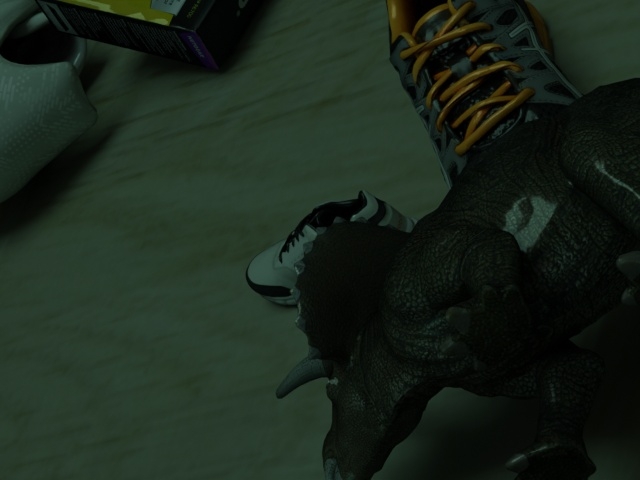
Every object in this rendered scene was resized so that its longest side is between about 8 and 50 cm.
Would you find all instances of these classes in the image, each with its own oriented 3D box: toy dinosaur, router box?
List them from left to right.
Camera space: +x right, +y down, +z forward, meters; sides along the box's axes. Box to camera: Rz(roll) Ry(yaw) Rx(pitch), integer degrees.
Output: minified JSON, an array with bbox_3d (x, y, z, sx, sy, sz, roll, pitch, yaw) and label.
[{"bbox_3d":[-0.083,-0.201,1.159,0.133,0.046,0.179,16,65,29],"label":"router box"},{"bbox_3d":[0.101,-0.006,0.677,0.313,0.121,0.160,-37,31,10],"label":"toy dinosaur"}]

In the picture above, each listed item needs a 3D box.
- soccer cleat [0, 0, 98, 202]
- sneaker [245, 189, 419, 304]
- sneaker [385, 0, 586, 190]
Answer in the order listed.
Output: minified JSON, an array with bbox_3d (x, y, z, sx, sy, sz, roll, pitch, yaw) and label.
[{"bbox_3d":[-0.235,-0.126,1.271,0.143,0.116,0.331,-31,34,-2],"label":"soccer cleat"},{"bbox_3d":[0.000,0.000,0.887,0.109,0.044,0.040,-20,43,41],"label":"sneaker"},{"bbox_3d":[0.073,-0.070,0.835,0.084,0.083,0.215,-39,34,12],"label":"sneaker"}]
